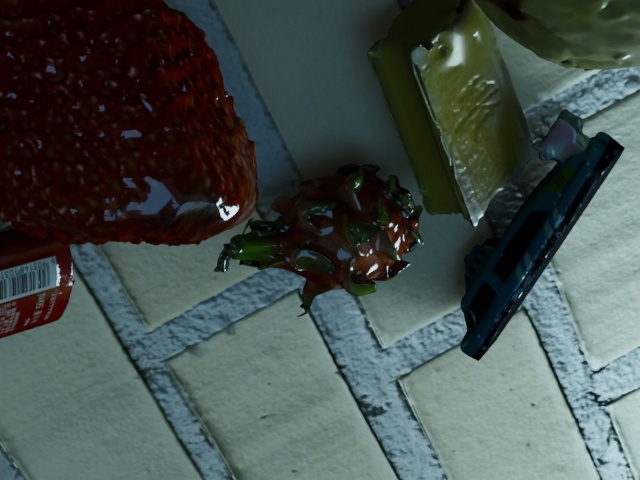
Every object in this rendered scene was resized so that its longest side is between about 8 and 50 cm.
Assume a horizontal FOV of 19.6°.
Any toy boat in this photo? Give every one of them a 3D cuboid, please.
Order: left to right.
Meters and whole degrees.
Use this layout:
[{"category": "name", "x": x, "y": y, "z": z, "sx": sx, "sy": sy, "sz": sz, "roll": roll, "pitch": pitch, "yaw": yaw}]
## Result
[{"category": "toy boat", "x": 0.225, "y": -0.004, "z": 2.100, "sx": 0.092, "sy": 0.134, "sz": 0.299, "roll": 34, "pitch": 111, "yaw": 6}]

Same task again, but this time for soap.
[{"category": "soap", "x": 0.142, "y": -0.143, "z": 1.956, "sx": 0.135, "sy": 0.076, "sz": 0.233, "roll": -48, "pitch": 134, "yaw": -31}]

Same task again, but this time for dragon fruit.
[{"category": "dragon fruit", "x": 0.001, "y": 0.003, "z": 1.983, "sx": 0.236, "sy": 0.135, "sz": 0.137, "roll": -27, "pitch": 94, "yaw": -20}]

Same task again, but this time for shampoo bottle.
[{"category": "shampoo bottle", "x": -0.389, "y": 0.065, "z": 1.852, "sx": 0.314, "sy": 0.076, "sz": 0.118, "roll": -18, "pitch": 133, "yaw": -43}]

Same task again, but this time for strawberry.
[{"category": "strawberry", "x": -0.190, "y": -0.107, "z": 1.720, "sx": 0.312, "sy": 0.351, "sz": 0.267, "roll": 4, "pitch": 112, "yaw": -36}]

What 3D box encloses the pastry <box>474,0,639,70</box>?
[{"category": "pastry", "x": 0.263, "y": -0.352, "z": 1.733, "sx": 0.312, "sy": 0.388, "sz": 0.389, "roll": 12, "pitch": 117, "yaw": -7}]
